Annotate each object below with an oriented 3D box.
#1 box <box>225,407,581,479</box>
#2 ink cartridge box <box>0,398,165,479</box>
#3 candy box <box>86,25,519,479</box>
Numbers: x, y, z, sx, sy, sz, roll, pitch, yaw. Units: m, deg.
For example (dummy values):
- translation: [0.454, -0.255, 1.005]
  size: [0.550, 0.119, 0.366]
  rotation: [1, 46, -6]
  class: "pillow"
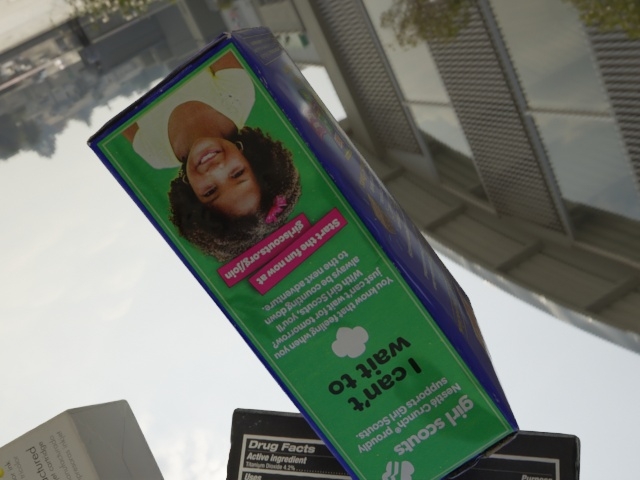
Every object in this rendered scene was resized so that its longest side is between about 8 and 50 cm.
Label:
- translation: [0.062, 0.315, 0.702]
  size: [0.296, 0.183, 0.294]
  rotation: [3, -114, 7]
  class: "box"
- translation: [-0.205, 0.213, 0.525]
  size: [0.231, 0.134, 0.078]
  rotation: [-31, 169, 11]
  class: "ink cartridge box"
- translation: [0.000, 0.000, 0.636]
  size: [0.122, 0.317, 0.268]
  rotation: [-36, -169, 11]
  class: "candy box"
